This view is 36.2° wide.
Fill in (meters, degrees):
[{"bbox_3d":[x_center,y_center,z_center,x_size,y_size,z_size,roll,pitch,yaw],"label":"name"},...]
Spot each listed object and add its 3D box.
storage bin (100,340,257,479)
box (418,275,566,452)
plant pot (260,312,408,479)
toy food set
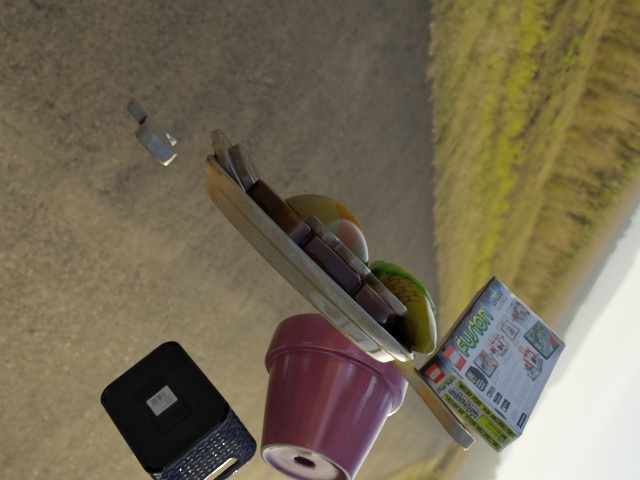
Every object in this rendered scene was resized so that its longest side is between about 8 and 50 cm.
[{"bbox_3d":[-0.177,0.223,1.210,0.122,0.180,0.084,-38,132,-11],"label":"storage bin"},{"bbox_3d":[0.186,0.123,1.034,0.036,0.114,0.207,-49,174,32],"label":"box"},{"bbox_3d":[0.006,0.228,1.333,0.201,0.201,0.180,100,8,-58],"label":"plant pot"},{"bbox_3d":[0.000,0.000,0.424,0.038,0.192,0.132,-46,-163,1],"label":"toy food set"}]
